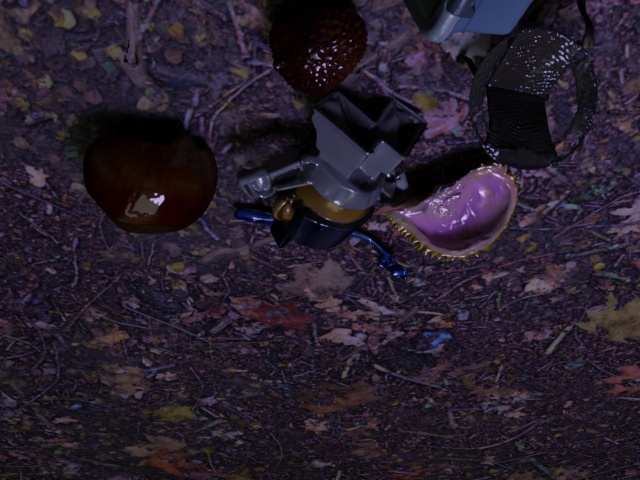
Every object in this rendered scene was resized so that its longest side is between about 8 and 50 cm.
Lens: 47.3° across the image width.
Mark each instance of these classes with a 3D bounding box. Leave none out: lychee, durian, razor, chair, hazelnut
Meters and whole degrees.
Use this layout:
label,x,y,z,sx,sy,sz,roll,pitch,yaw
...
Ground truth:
label,x,y,z,sx,sy,sz,roll,pitch,yaw
lychee,-0.001,-0.253,0.947,0.129,0.123,0.123,-9,141,-4
durian,0.213,-0.046,1.170,0.165,0.182,0.132,27,155,35
razor,0.005,-0.011,1.297,0.324,0.093,0.056,19,96,-17
chair,0.265,-0.209,0.937,0.174,0.213,0.149,9,145,-14
hazelnut,-0.256,-0.090,1.128,0.170,0.160,0.201,-13,178,33

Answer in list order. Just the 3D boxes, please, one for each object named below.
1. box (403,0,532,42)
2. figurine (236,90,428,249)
label,x,y,z,sx,sy,sz,roll,pitch,yaw
box,0.149,-0.332,0.781,0.130,0.227,0.162,-1,143,-27
figurine,0.021,-0.089,1.127,0.308,0.143,0.308,-1,137,-1
